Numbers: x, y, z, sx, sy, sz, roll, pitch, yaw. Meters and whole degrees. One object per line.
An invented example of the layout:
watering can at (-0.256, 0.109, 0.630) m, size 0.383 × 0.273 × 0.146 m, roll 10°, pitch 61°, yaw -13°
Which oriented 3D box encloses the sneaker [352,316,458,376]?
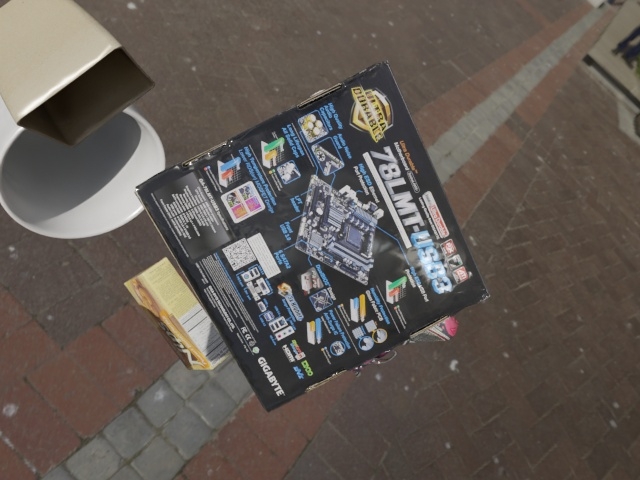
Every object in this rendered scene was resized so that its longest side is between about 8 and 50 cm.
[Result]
sneaker at (0.070, 0.152, 0.798) m, size 0.121 × 0.299 × 0.112 m, roll 39°, pitch 49°, yaw -39°

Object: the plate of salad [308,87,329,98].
plate of salad at (0.047, -0.117, 0.710) m, size 0.200 × 0.200 × 0.048 m, roll 43°, pitch 49°, yaw 1°

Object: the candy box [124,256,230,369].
candy box at (-0.395, 0.211, 1.422) m, size 0.087 × 0.183 × 0.316 m, roll -41°, pitch 103°, yaw -35°

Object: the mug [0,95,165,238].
mug at (-0.467, -0.188, 0.997) m, size 0.328 × 0.276 × 0.374 m, roll 48°, pitch -3°, yaw 33°

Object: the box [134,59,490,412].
box at (0.000, 0.000, 0.581) m, size 0.296 × 0.293 × 0.073 m, roll 62°, pitch -3°, yaw -14°

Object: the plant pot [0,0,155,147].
plant pot at (-0.237, -0.165, 0.472) m, size 0.096 × 0.109 × 0.109 m, roll 52°, pitch -2°, yaw -1°
